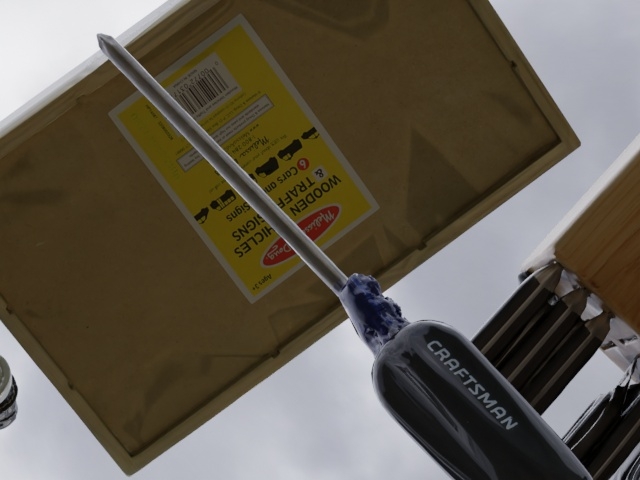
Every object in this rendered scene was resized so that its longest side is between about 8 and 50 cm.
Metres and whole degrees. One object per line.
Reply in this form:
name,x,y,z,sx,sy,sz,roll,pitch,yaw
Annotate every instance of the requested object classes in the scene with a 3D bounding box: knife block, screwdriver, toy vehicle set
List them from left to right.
toy vehicle set,-0.032,-0.034,0.894,0.267,0.035,0.166,-36,-72,-3
screwdriver,0.000,0.000,0.410,0.025,0.170,0.024,-40,-34,2
knife block,0.155,-0.001,0.965,0.242,0.088,0.275,-2,-97,-6

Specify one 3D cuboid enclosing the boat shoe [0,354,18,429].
boat shoe,-0.208,0.063,0.978,0.125,0.038,0.046,15,-125,15
